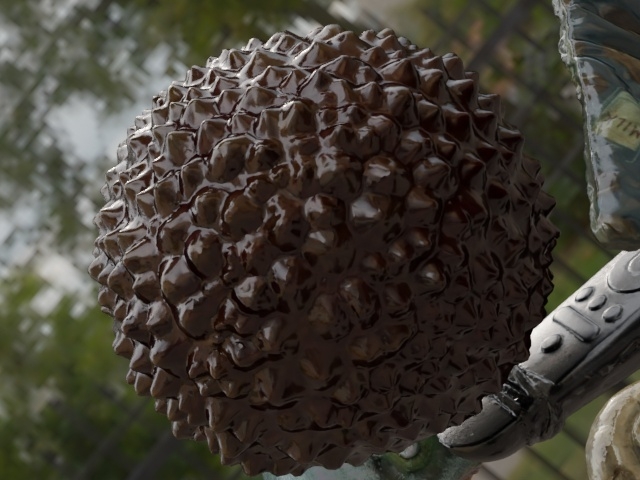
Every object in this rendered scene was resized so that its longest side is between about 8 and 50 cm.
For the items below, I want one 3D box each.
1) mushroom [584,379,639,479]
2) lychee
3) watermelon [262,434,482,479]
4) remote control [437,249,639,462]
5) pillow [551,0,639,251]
[{"bbox_3d":[0.324,0.200,1.818,0.166,0.166,0.127,-51,-21,-19],"label":"mushroom"},{"bbox_3d":[0.000,0.000,1.278,0.306,0.306,0.330,-51,-16,-5],"label":"lychee"},{"bbox_3d":[0.041,0.161,1.672,0.175,0.188,0.322,-64,-9,-87],"label":"watermelon"},{"bbox_3d":[0.195,0.069,1.350,0.266,0.066,0.090,-39,18,-5],"label":"remote control"},{"bbox_3d":[0.224,-0.089,1.126,0.034,0.189,0.256,112,158,-48],"label":"pillow"}]
